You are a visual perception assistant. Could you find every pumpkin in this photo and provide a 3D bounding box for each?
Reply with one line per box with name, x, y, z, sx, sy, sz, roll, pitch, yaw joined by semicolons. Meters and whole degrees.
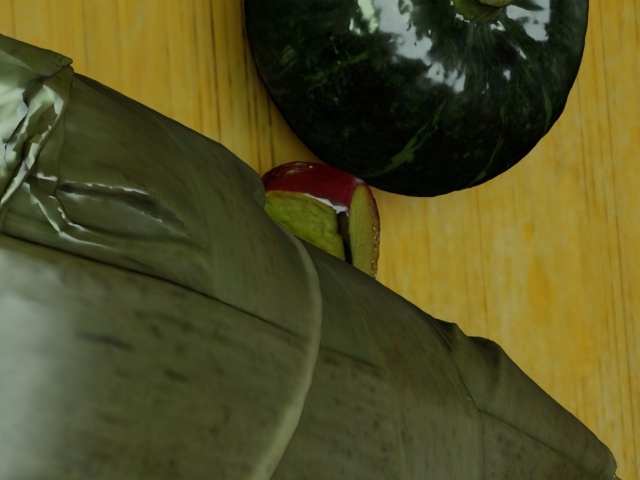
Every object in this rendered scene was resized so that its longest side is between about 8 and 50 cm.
pumpkin;0.045;-0.103;0.903;0.167;0.125;0.167;-8;110;-23

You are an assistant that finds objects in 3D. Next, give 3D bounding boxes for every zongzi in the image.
zongzi;-0.075;0.215;0.718;0.467;0.218;0.500;30;68;-31

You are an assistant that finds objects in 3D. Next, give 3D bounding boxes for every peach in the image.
peach;0.000;0.000;0.894;0.083;0.077;0.050;43;37;-15
